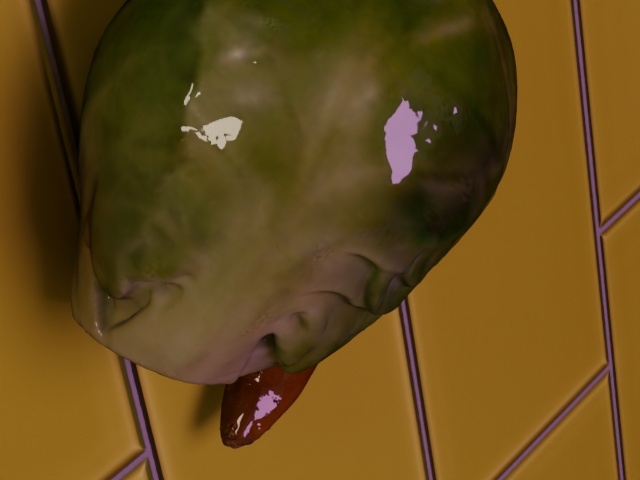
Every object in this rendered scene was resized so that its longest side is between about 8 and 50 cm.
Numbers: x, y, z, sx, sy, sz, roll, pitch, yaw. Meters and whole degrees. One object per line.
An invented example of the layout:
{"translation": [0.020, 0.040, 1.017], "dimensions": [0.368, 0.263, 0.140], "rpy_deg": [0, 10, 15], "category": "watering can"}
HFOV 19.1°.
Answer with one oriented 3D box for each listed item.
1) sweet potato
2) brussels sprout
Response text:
{"translation": [0.002, -0.005, 1.521], "dimensions": [0.112, 0.112, 0.359], "rpy_deg": [13, 88, -54], "category": "sweet potato"}
{"translation": [-0.028, -0.061, 1.324], "dimensions": [0.354, 0.281, 0.289], "rpy_deg": [-57, 175, 6], "category": "brussels sprout"}
